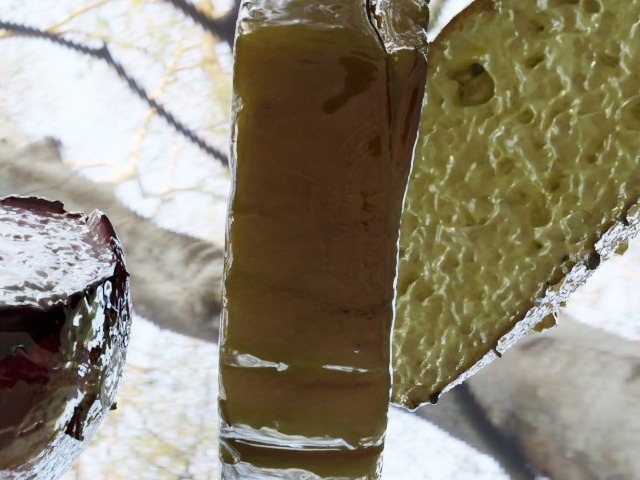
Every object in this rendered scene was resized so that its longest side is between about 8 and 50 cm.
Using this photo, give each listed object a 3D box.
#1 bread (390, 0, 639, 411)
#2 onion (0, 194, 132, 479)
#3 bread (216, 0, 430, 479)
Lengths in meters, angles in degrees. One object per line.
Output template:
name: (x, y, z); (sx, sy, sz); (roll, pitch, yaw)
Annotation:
bread: (0.130, -0.044, 1.220); (0.340, 0.179, 0.194); (-45, -106, 15)
onion: (-0.204, 0.048, 0.881); (0.218, 0.195, 0.139); (11, -63, 9)
bread: (0.000, 0.000, 0.736); (0.070, 0.236, 0.236); (5, -97, 1)
